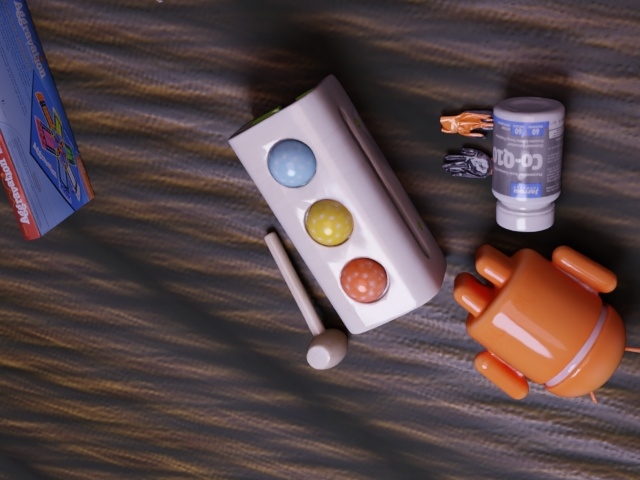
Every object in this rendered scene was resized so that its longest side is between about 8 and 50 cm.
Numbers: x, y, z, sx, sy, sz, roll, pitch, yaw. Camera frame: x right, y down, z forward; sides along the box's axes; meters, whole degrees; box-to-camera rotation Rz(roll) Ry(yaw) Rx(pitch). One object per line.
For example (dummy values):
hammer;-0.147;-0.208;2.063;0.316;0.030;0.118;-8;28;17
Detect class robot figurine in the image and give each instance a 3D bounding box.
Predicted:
robot figurine;0.256;0.097;1.207;0.219;0.158;0.128;35;156;-1

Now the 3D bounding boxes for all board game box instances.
board game box;-0.358;-0.156;1.253;0.027;0.145;0.281;-9;109;21

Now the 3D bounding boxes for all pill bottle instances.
pill bottle;0.230;-0.085;1.164;0.078;0.078;0.137;3;112;14

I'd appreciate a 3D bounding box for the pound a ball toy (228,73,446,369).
pound a ball toy;0.000;0.000;1.229;0.208;0.136;0.319;-26;103;23

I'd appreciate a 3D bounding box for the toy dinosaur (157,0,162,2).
toy dinosaur;-0.181;-0.331;1.184;0.183;0.053;0.093;-31;100;24

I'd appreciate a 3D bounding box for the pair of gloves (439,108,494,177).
pair of gloves;0.176;-0.111;1.205;0.074;0.010;0.083;0;115;13
